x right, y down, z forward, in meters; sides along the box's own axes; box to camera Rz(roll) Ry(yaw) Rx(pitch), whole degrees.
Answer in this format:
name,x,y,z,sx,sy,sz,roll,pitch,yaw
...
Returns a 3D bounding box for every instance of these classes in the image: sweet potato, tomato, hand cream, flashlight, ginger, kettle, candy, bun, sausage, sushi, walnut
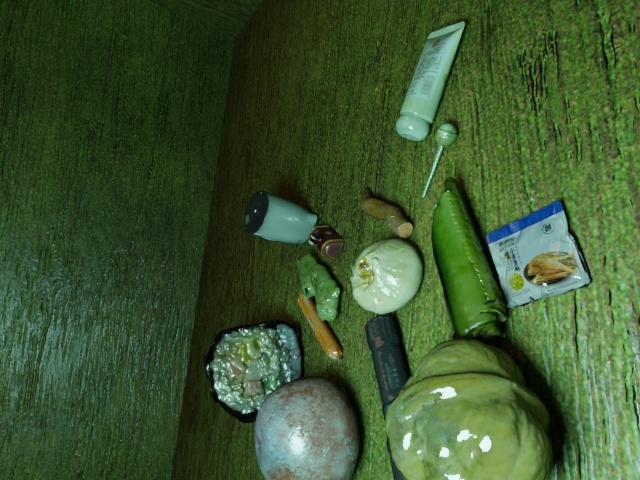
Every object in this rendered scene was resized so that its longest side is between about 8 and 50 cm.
name,x,y,z,sx,sy,sz,roll,pitch,yaw
sweet potato,0.173,-0.092,1.272,0.067,0.059,0.281,-60,35,10
tomato,-0.034,0.533,1.190,0.316,0.282,0.317,179,90,-64
hand cream,0.288,-0.426,1.173,0.147,0.093,0.306,27,101,64
flashlight,0.183,0.379,1.048,0.103,0.103,0.424,-47,42,41
ginger,-0.008,0.155,1.460,0.137,0.089,0.290,-54,39,4
kettle,-0.157,-0.064,1.627,0.221,0.236,0.161,-36,51,40
candy,0.299,-0.205,1.126,0.061,0.061,0.203,48,129,54
bun,0.156,0.086,1.145,0.222,0.127,0.222,-32,42,35
sausage,-0.009,0.275,1.443,0.053,0.053,0.348,-65,33,20
sushi,-0.244,0.455,1.540,0.285,0.327,0.329,-43,60,61
walnut,0.260,0.334,0.779,0.253,0.282,0.277,37,124,13

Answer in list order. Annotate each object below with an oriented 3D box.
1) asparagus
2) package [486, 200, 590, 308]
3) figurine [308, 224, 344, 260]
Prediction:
name,x,y,z,sx,sy,sz,roll,pitch,yaw
asparagus,0.306,0.040,0.960,0.128,0.108,0.382,103,163,-56
package,0.417,0.032,0.853,0.171,0.027,0.173,-37,54,47
figurine,0.000,-0.001,1.488,0.154,0.098,0.082,46,122,52
